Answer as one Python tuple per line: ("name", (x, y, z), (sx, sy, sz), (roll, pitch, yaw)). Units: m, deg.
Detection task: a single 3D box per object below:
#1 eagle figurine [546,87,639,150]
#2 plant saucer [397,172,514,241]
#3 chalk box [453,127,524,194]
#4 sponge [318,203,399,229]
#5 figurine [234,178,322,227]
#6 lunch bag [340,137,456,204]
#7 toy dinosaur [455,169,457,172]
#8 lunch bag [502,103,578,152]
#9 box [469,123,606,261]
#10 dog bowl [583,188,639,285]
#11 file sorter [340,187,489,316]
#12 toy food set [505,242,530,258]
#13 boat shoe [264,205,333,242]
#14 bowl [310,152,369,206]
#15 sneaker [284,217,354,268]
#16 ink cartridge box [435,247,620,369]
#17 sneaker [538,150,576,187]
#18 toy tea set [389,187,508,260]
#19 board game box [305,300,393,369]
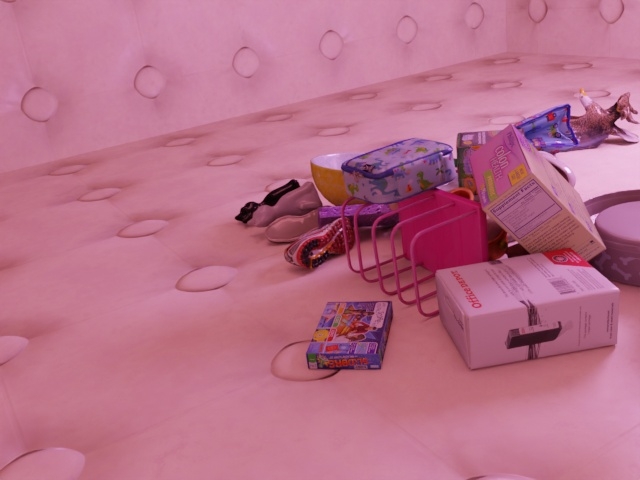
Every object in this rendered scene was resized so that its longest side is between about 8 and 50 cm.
("eagle figurine", (0.886, -0.395, 2.362), (0.298, 0.225, 0.226), (-28, -38, 36))
("plant saucer", (0.399, -0.106, 1.862), (0.401, 0.100, 0.400), (-7, 21, 3))
("chalk box", (0.404, -0.195, 1.774), (0.213, 0.132, 0.132), (-3, 23, 15))
("sponge", (0.098, -0.062, 1.840), (0.210, 0.031, 0.117), (-4, -15, -4))
("figurine", (-0.125, -0.092, 2.008), (0.210, 0.092, 0.215), (-24, 15, -16))
("lunch bag", (0.165, -0.154, 1.537), (0.219, 0.090, 0.176), (-21, 22, -21))
("toy dinosaur", (0.390, -0.195, 1.900), (0.082, 0.047, 0.090), (-19, 28, 22))
("lunch bag", (0.610, -0.314, 2.202), (0.293, 0.138, 0.221), (-13, 1, 2))
("box", (0.434, -0.079, 1.439), (0.117, 0.243, 0.213), (-39, 24, 26))
("dog bowl", (0.716, -0.008, 1.507), (0.349, 0.102, 0.348), (-6, 22, 2))
("file sorter", (0.192, 0.010, 1.508), (0.182, 0.202, 0.291), (-19, 24, -23))
("toy food set", (0.454, 0.035, 1.527), (0.128, 0.071, 0.218), (8, 27, 35))
("boat shoe", (-0.052, -0.033, 1.917), (0.206, 0.075, 0.065), (-20, -19, -15))
("bowl", (0.116, -0.142, 1.949), (0.290, 0.155, 0.289), (1, 16, 0))
("sneaker", (0.000, 0.000, 1.752), (0.093, 0.088, 0.225), (2, 18, 43))
("ink cartridge box", (0.366, 0.118, 1.292), (0.273, 0.114, 0.197), (-8, 23, -4))
("sneaker", (0.652, -0.211, 2.025), (0.123, 0.105, 0.290), (-16, 22, -14))
("toy tea set", (0.307, -0.064, 1.660), (0.336, 0.124, 0.200), (3, 57, 29))
("board game box", (0.061, 0.177, 1.357), (0.136, 0.035, 0.201), (-2, 22, 14))
